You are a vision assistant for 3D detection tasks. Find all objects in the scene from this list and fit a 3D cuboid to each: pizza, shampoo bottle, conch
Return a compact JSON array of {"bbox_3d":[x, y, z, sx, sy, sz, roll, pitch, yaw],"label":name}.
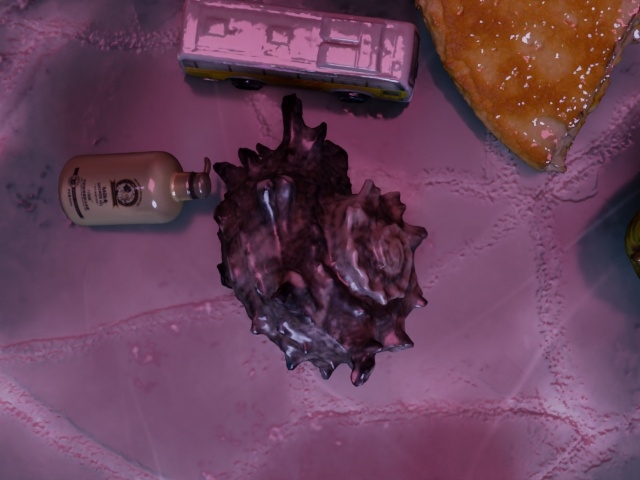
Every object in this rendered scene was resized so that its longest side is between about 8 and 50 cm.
[{"bbox_3d":[0.267,-0.222,1.033,0.287,0.075,0.280,-24,99,35],"label":"pizza"},{"bbox_3d":[-0.194,-0.056,1.045,0.162,0.079,0.079,-1,85,18],"label":"shampoo bottle"},{"bbox_3d":[0.006,0.002,1.027,0.240,0.186,0.313,-18,66,-29],"label":"conch"}]

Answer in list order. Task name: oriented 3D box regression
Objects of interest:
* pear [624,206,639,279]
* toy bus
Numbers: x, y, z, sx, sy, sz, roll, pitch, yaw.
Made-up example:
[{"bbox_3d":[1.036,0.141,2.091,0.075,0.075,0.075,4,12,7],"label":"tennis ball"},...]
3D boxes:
[{"bbox_3d":[0.458,-0.011,1.016,0.269,0.212,0.212,-10,86,-2],"label":"pear"},{"bbox_3d":[-0.022,-0.211,1.069,0.268,0.106,0.092,7,87,-1],"label":"toy bus"}]
